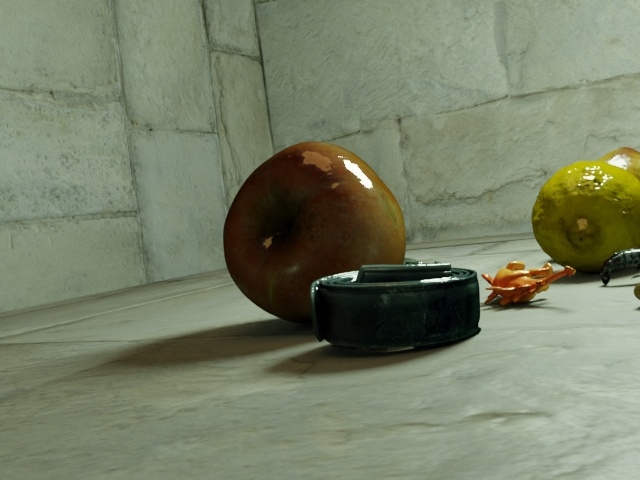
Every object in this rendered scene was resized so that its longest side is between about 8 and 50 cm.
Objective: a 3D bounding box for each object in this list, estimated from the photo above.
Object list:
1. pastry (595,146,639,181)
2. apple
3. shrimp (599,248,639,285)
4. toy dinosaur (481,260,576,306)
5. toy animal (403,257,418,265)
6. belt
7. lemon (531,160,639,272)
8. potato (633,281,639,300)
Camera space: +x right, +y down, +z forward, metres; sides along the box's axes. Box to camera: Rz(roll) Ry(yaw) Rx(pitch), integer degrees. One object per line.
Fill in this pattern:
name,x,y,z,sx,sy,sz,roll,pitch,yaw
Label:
pastry,0.751,-0.090,1.936,0.356,0.164,0.356,-29,-30,-19
apple,0.000,0.000,1.361,0.339,0.338,0.305,-6,-17,33
shrimp,0.603,0.042,1.351,0.174,0.076,0.082,-7,24,11
toy dinosaur,0.343,0.078,1.297,0.117,0.070,0.288,-18,0,-9
toy animal,0.197,0.092,1.682,0.079,0.070,0.253,-42,5,16
belt,0.104,0.088,1.061,0.268,0.116,0.206,-5,5,-31
lemon,0.587,-0.050,1.606,0.245,0.245,0.320,-6,12,30
potato,0.507,0.075,1.105,0.083,0.040,0.051,-6,-8,-25
